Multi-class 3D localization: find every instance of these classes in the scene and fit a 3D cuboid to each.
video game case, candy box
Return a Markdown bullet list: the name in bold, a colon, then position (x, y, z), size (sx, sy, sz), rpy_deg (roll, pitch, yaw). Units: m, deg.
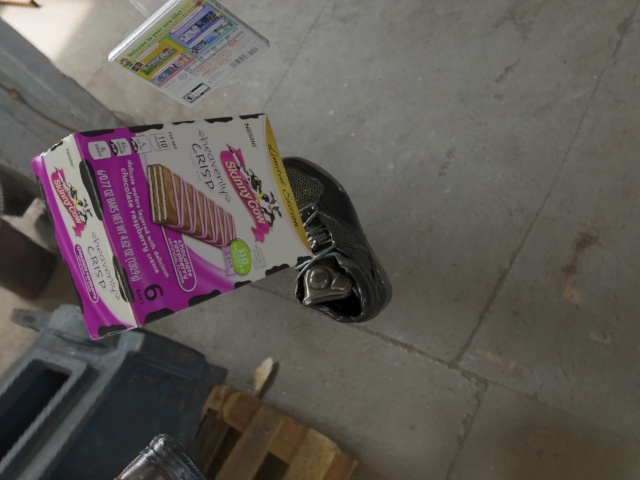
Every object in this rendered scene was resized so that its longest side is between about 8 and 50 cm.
- **video game case**: position (-0.229, -0.335, 1.236), size (0.212, 0.193, 0.023), rpy_deg (-29, 57, 28)
- **candy box**: position (-0.120, -0.024, 0.637), size (0.071, 0.233, 0.159), rpy_deg (-17, 92, 37)

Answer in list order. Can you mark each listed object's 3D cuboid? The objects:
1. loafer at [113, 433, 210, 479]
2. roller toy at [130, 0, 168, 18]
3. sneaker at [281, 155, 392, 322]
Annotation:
- **loafer**: position (-0.082, 0.221, 0.496), size (0.061, 0.062, 0.170), rpy_deg (-39, 85, -26)
- **roller toy**: position (-0.321, -0.537, 1.437), size (0.146, 0.209, 0.191), rpy_deg (-32, 38, 20)
- **sneaker**: position (0.000, 0.000, 0.833), size (0.087, 0.130, 0.228), rpy_deg (-29, 89, 19)
